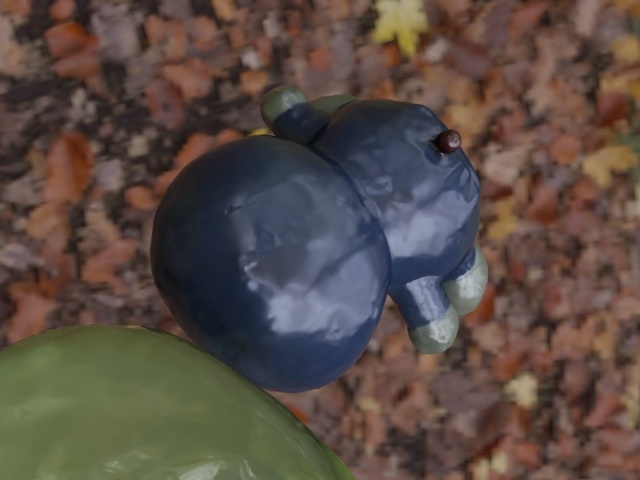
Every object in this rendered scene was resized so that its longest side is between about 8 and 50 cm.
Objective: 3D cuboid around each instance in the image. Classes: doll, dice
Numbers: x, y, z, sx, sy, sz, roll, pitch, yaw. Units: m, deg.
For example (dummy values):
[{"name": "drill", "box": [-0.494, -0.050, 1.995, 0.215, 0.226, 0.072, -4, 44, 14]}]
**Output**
[{"name": "doll", "box": [0.000, 0.000, 1.378, 0.258, 0.154, 0.228, -32, 86, -28]}, {"name": "dice", "box": [-0.117, 0.213, 1.032, 0.250, 0.252, 0.254, -38, 151, -33]}]
